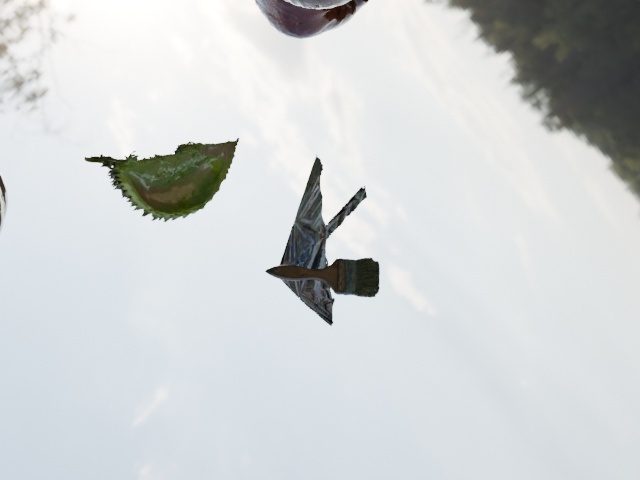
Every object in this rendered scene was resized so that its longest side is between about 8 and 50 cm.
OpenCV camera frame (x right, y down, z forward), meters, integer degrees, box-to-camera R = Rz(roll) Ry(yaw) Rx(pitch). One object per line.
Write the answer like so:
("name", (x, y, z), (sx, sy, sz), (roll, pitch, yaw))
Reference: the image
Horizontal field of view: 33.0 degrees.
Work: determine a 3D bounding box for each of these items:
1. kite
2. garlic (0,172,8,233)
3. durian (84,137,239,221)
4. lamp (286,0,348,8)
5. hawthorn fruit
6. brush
("kite", (0.000, 0.000, 1.885), (0.011, 0.314, 0.335), (10, -122, -29))
("garlic", (-0.539, -0.060, 1.310), (0.322, 0.241, 0.322), (30, -149, -20))
("durian", (-0.197, -0.084, 1.329), (0.215, 0.100, 0.086), (-15, -133, -38))
("lamp", (-0.001, -0.296, 1.066), (0.136, 0.136, 0.136), (43, -157, -24))
("hawthorn fruit", (-0.023, -0.526, 2.005), (0.275, 0.275, 0.300), (26, -150, -50))
("brush", (0.004, 0.057, 1.814), (0.021, 0.196, 0.070), (129, 144, -72))
